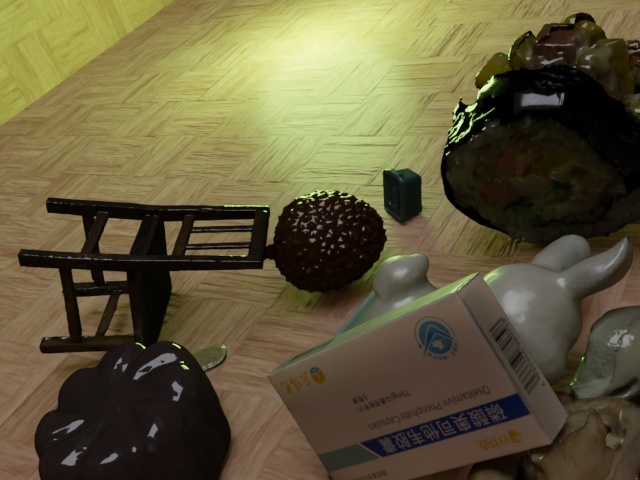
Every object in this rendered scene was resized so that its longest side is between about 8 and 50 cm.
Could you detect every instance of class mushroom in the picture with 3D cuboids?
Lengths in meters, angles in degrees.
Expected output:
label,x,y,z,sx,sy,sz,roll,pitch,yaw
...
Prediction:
label,x,y,z,sx,sy,sz,roll,pitch,yaw
mushroom,0.258,0.278,0.986,0.286,0.156,0.151,-29,21,-31

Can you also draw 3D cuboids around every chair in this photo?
label,x,y,z,sx,sy,sz,roll,pitch,yaw
chair,-0.304,0.072,1.530,0.416,0.240,0.203,3,35,1

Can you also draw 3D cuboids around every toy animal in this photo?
label,x,y,z,sx,sy,sz,roll,pitch,yaw
toy animal,0.244,0.097,1.144,0.368,0.241,0.196,-20,11,-7

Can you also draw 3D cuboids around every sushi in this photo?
label,x,y,z,sx,sy,sz,roll,pitch,yaw
sushi,0.384,-0.181,1.385,0.329,0.328,0.285,-38,29,51

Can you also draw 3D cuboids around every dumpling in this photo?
label,x,y,z,sx,sy,sz,roll,pitch,yaw
dumpling,0.408,0.149,1.132,0.181,0.111,0.155,-16,0,-9

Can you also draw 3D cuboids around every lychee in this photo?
label,x,y,z,sx,sy,sz,roll,pitch,yaw
lychee,0.000,0.000,1.490,0.238,0.200,0.200,-9,34,9

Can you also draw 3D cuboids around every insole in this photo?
label,x,y,z,sx,sy,sz,roll,pitch,yaw
insole,-0.282,0.238,1.454,0.248,0.011,0.081,-22,32,-2

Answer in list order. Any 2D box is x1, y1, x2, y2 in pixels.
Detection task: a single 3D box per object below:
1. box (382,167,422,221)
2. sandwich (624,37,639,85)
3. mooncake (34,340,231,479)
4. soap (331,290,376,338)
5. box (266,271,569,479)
label,x,y,z,sx,sy,sz,roll,pitch,yaw
box,0.163,-0.093,1.622,0.054,0.099,0.074,-15,29,-20
sandwich,0.649,-0.324,1.573,0.288,0.099,0.254,-1,-4,31
mooncake,-0.288,0.292,1.254,0.306,0.154,0.306,-17,31,10
soap,0.069,0.177,1.251,0.066,0.119,0.198,11,44,39
box,0.103,0.189,1.011,0.343,0.200,0.065,-30,4,42
